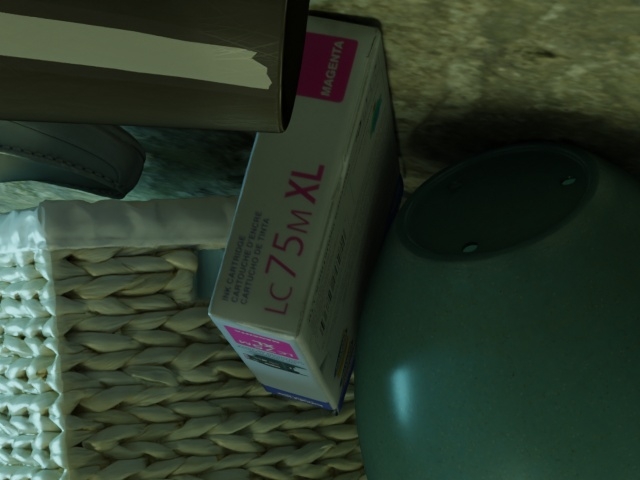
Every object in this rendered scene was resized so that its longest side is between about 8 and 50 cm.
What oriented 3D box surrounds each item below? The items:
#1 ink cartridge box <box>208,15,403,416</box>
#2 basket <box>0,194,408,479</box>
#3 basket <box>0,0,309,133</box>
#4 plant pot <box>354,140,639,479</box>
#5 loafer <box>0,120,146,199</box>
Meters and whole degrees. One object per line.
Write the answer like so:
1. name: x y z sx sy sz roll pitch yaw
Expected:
1. ink cartridge box: 0.000 0.000 1.025 0.065 0.186 0.311 13 167 11
2. basket: -0.138 0.106 1.259 0.328 0.266 0.331 -1 178 -36
3. basket: -0.120 -0.123 0.715 0.227 0.154 0.204 7 167 2
4. plant pot: 0.140 0.052 1.041 0.290 0.290 0.195 1 127 36
5. loafer: -0.285 -0.070 1.129 0.319 0.111 0.112 13 167 -8
